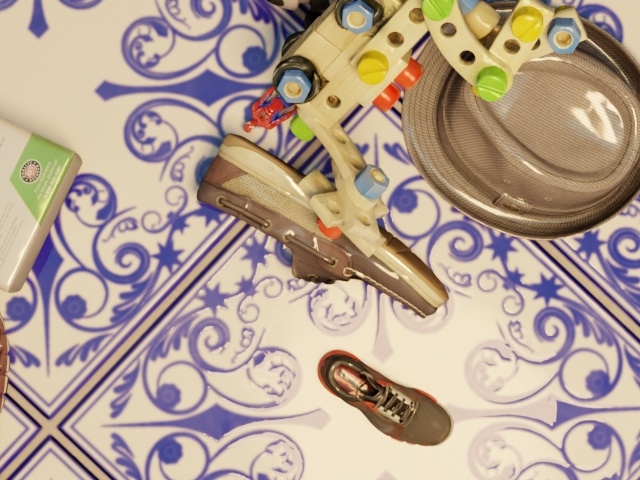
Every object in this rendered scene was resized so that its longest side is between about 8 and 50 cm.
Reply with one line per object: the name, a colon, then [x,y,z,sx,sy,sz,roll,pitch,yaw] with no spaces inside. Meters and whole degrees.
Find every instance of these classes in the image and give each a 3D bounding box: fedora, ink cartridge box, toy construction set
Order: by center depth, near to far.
toy construction set: [0.080,-0.153,1.808,0.215,0.151,0.328,36,108,-14]
fedora: [0.224,-0.127,1.911,0.275,0.124,0.244,32,88,-1]
ink cartridge box: [-0.380,-0.063,1.912,0.219,0.092,0.160,26,88,0]

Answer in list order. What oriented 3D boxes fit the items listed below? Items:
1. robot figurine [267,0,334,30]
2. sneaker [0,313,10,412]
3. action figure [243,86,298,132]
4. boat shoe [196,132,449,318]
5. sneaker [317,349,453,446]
robot figurine: [0.054,-0.310,1.885,0.278,0.173,0.209,4,87,-2]
sneaker: [-0.372,0.167,1.873,0.106,0.162,0.281,-5,89,-1]
action figure: [-0.035,-0.151,1.955,0.115,0.030,0.038,-39,95,0]
boat shoe: [0.000,0.000,1.921,0.285,0.103,0.092,35,97,0]
sneaker: [0.066,0.170,1.931,0.158,0.065,0.061,27,89,0]
